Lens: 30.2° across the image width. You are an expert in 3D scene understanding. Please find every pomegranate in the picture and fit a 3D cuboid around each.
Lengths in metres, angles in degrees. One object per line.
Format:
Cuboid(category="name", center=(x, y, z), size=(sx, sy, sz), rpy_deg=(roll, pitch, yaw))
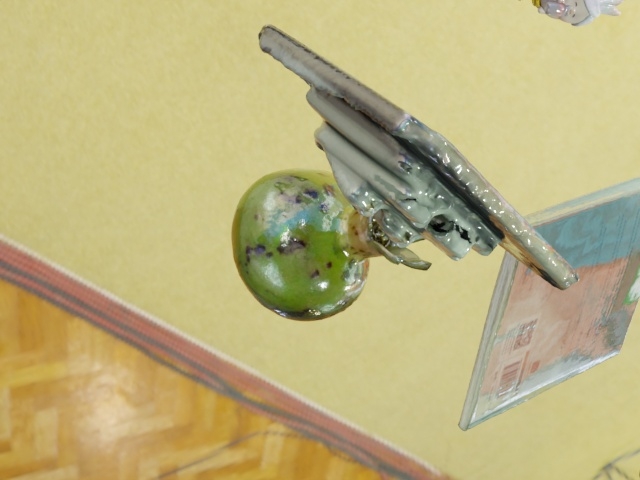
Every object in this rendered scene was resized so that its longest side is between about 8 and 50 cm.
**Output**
Cuboid(category="pomegranate", center=(0.013, 0.001, 1.177), size=(0.220, 0.156, 0.156), rpy_deg=(-5, 142, 14))

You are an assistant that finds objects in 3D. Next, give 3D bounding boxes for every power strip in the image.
Cuboid(category="power strip", center=(0.050, -0.039, 0.772), size=(0.064, 0.213, 0.198), rpy_deg=(-49, 128, 3))

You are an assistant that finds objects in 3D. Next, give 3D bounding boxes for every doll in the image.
Cuboid(category="doll", center=(0.298, -0.291, 1.423), size=(0.084, 0.127, 0.073), rpy_deg=(-48, 149, -42))

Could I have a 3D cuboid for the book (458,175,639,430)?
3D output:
Cuboid(category="book", center=(0.238, 0.051, 1.119), size=(0.282, 0.025, 0.215), rpy_deg=(-14, 124, -48))
